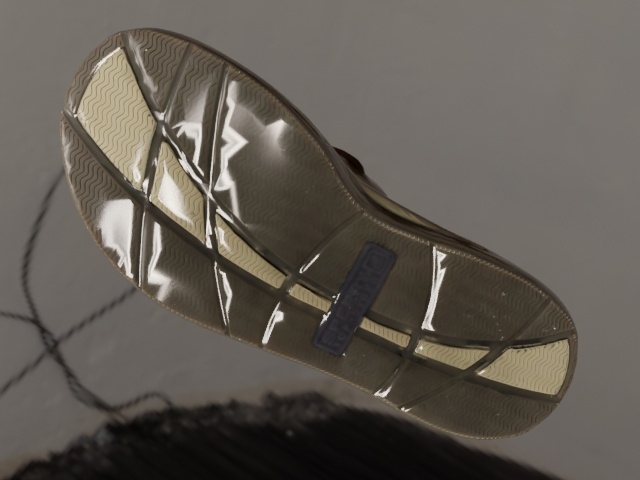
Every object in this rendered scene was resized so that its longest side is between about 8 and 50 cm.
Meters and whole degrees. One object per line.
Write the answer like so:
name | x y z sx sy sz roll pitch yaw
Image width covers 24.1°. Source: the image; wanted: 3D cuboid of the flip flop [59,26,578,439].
flip flop | 0.000 0.000 0.711 0.277 0.080 0.112 29 102 -16
